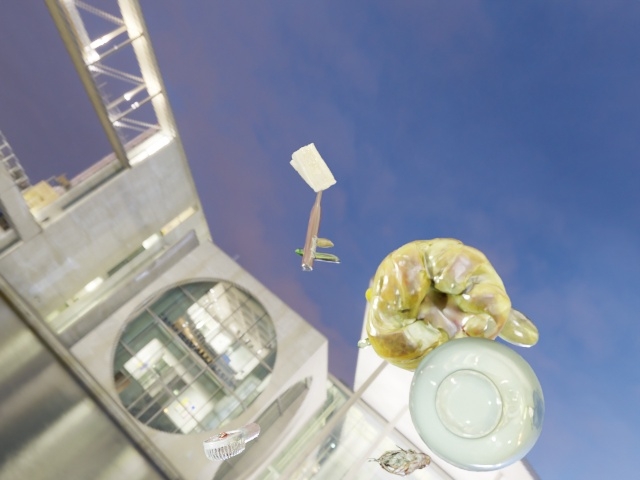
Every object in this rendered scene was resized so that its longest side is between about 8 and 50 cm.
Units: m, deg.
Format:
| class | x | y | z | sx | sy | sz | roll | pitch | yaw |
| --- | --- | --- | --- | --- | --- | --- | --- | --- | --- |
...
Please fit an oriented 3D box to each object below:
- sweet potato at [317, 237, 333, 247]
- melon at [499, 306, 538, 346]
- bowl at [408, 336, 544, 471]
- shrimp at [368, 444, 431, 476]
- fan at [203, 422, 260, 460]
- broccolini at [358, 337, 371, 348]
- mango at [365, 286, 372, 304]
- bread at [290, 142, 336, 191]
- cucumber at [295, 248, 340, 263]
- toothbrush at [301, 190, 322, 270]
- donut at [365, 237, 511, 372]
| class | x | y | z | sx | sy | sz | roll | pitch | yaw |
| --- | --- | --- | --- | --- | --- | --- | --- | --- | --- |
| sweet potato | -0.005 | 0.003 | 2.119 | 0.153 | 0.041 | 0.038 | 25 | -40 | 42 |
| melon | 0.581 | 0.259 | 1.609 | 0.162 | 0.099 | 0.099 | 33 | -26 | 5 |
| bowl | 0.317 | 0.339 | 1.119 | 0.289 | 0.289 | 0.146 | 36 | -1 | 25 |
| shrimp | 0.231 | 0.651 | 1.582 | 0.190 | 0.075 | 0.073 | 2 | -45 | 7 |
| fan | -0.282 | 0.650 | 1.759 | 0.130 | 0.244 | 0.074 | -18 | -99 | 22 |
| broccolini | 0.299 | 0.342 | 1.935 | 0.074 | 0.392 | 0.079 | -26 | -102 | 48 |
| mango | 0.244 | 0.232 | 2.070 | 0.191 | 0.085 | 0.122 | 41 | -7 | -28 |
| bread | -0.024 | -0.211 | 1.645 | 0.152 | 0.077 | 0.105 | 62 | -12 | 8 |
| cucumber | -0.009 | 0.055 | 1.895 | 0.184 | 0.033 | 0.036 | 10 | -3 | -30 |
| toothbrush | -0.020 | -0.061 | 1.798 | 0.040 | 0.364 | 0.041 | 7 | -31 | 4 |
| donut | 0.282 | 0.167 | 1.340 | 0.360 | 0.360 | 0.170 | 47 | 7 | 0 |
